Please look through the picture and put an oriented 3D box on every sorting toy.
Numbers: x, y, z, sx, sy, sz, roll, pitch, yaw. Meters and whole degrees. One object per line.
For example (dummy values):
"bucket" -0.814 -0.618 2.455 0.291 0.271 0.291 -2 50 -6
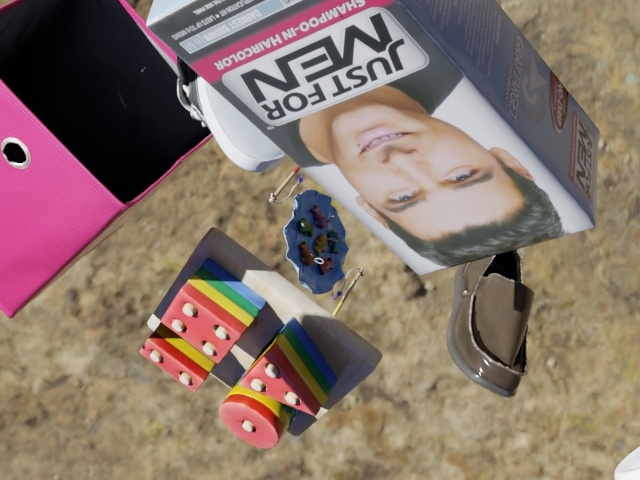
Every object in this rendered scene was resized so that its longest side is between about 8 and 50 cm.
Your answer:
"sorting toy" -0.094 0.145 1.416 0.255 0.089 0.257 37 143 -2

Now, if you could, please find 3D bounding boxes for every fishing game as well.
"fishing game" 0.000 0.000 1.991 0.041 0.189 0.264 -9 118 35

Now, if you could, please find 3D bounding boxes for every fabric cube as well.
"fabric cube" -0.314 -0.117 1.328 0.254 0.259 0.258 48 127 -6

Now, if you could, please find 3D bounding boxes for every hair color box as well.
"hair color box" 0.060 -0.128 0.936 0.185 0.113 0.374 -18 137 35

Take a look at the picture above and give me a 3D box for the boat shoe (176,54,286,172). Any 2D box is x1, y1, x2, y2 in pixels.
"boat shoe" -0.112 -0.183 1.283 0.113 0.306 0.105 -6 146 -30

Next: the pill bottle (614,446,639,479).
"pill bottle" 0.374 0.278 1.050 0.117 0.117 0.208 -34 84 31

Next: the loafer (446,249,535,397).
"loafer" 0.183 0.072 1.196 0.080 0.220 0.078 26 122 -16
